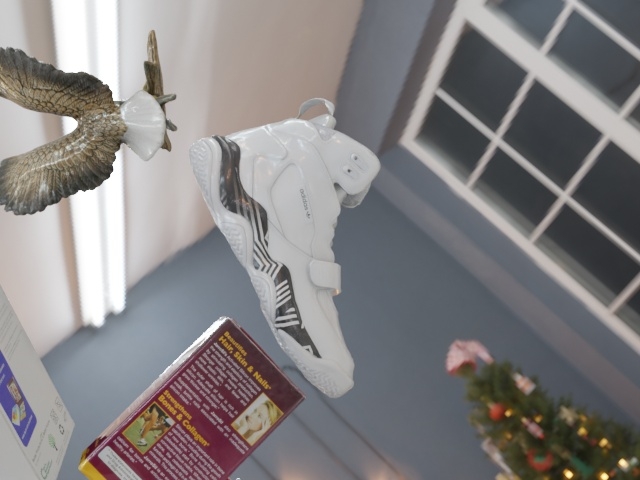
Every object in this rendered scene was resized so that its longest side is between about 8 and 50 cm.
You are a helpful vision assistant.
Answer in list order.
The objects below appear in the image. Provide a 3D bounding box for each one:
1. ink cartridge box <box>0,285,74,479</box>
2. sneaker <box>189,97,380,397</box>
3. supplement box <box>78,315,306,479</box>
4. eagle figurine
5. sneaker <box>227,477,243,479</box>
[{"bbox_3d":[-0.406,0.144,1.202,0.065,0.333,0.165,-18,21,5],"label":"ink cartridge box"},{"bbox_3d":[0.000,0.000,1.246,0.210,0.366,0.137,-27,-6,-7],"label":"sneaker"},{"bbox_3d":[-0.118,0.171,0.915,0.188,0.104,0.081,-45,6,-10],"label":"supplement box"},{"bbox_3d":[-0.377,-0.177,1.519,0.298,0.226,0.225,-10,-29,-20],"label":"eagle figurine"},{"bbox_3d":[-0.102,0.325,1.109,0.104,0.125,0.261,-28,14,-38],"label":"sneaker"}]
